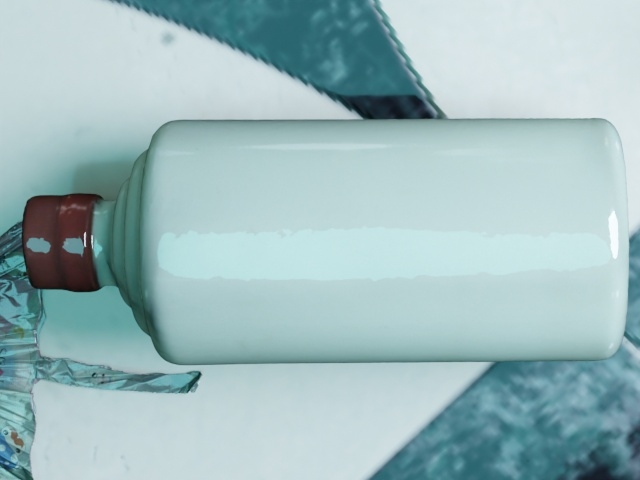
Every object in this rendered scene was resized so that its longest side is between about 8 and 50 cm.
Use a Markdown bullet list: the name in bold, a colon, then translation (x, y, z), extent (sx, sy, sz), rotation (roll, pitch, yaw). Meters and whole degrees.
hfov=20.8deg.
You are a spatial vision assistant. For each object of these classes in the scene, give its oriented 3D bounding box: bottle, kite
- **bottle**: translation (0.000, 0.000, 0.719), extent (0.245, 0.104, 0.104), rotation (-1, 100, 3)
- **kite**: translation (-0.131, 0.057, 0.783), extent (0.156, 0.011, 0.139), rotation (6, 103, 2)
